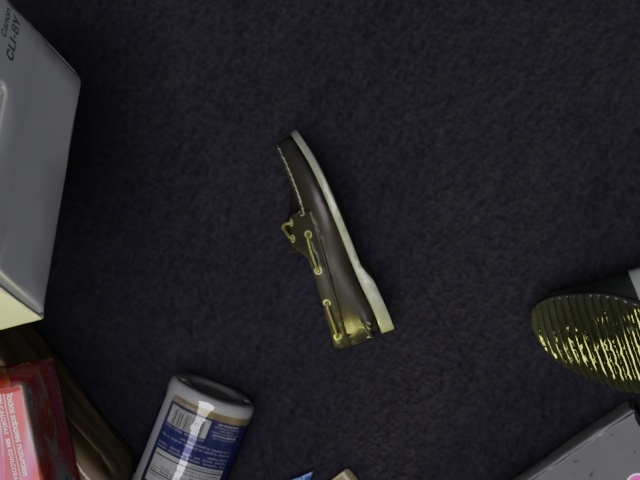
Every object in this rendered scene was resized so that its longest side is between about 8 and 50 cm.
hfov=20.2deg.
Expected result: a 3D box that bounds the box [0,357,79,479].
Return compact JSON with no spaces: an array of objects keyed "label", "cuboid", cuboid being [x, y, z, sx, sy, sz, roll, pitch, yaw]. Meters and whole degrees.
[{"label":"box","cuboid":[-0.301,0.276,1.686,0.142,0.154,0.300,-10,95,4]}]

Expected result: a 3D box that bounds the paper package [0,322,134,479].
[{"label":"paper package","cuboid":[-0.403,0.226,1.847,0.325,0.168,0.309,-38,91,7]}]

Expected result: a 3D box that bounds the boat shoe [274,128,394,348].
[{"label":"boat shoe","cuboid":[0.000,0.000,1.828,0.068,0.081,0.228,-24,95,3]}]

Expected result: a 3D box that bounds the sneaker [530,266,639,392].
[{"label":"sneaker","cuboid":[0.378,0.063,1.793,0.330,0.146,0.122,-3,122,27]}]

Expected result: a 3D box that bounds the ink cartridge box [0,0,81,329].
[{"label":"ink cartridge box","cuboid":[-0.428,-0.038,1.631,0.384,0.160,0.279,-14,53,25]}]

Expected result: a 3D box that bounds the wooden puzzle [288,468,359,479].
[{"label":"wooden puzzle","cuboid":[0.021,0.286,1.889,0.078,0.014,0.116,-31,92,3]}]

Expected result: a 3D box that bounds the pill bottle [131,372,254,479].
[{"label":"pill bottle","cuboid":[-0.140,0.231,1.858,0.094,0.094,0.169,22,97,3]}]

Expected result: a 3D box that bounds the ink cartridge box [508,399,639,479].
[{"label":"ink cartridge box","cuboid":[0.219,0.340,1.852,0.371,0.069,0.176,-35,92,10]}]
